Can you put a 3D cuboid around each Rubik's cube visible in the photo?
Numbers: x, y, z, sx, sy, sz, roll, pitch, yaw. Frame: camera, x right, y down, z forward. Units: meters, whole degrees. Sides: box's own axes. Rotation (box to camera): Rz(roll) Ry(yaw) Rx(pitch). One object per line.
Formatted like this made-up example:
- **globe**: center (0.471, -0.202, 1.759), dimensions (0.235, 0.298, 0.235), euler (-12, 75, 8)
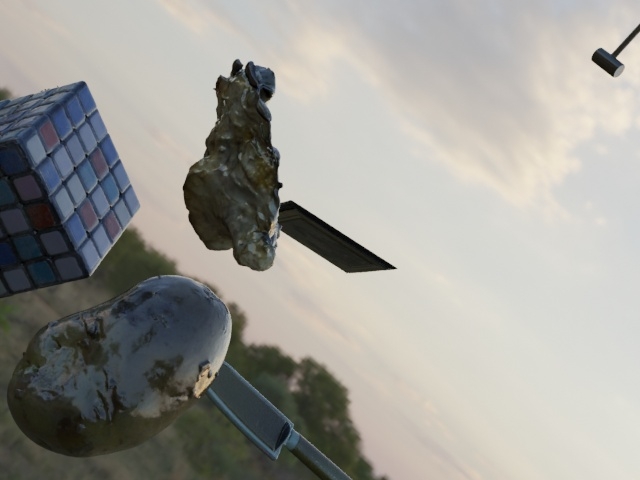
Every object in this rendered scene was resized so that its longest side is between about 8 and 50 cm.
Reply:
- **Rubik's cube**: center (-0.546, -0.090, 2.072), dimensions (0.293, 0.292, 0.287), euler (-69, 142, -59)

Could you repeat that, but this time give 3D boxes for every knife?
- **knife**: center (-0.054, 0.249, 1.438), dimensions (0.027, 0.061, 0.343), euler (-21, -57, 41)

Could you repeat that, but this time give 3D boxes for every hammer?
- **hammer**: center (0.352, -0.232, 1.252), dimensions (0.035, 0.110, 0.019), euler (47, 9, 29)

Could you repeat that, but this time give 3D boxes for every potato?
- **potato**: center (-0.213, 0.141, 1.241), dimensions (0.165, 0.262, 0.165), euler (49, -27, 36)

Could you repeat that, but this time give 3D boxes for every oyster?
- **oyster**: center (-0.068, -0.055, 0.920), dimensions (0.191, 0.081, 0.163), euler (-117, -150, -47)

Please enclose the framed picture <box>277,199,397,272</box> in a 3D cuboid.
- **framed picture**: center (0.000, 0.000, 1.676), dimensions (0.195, 0.010, 0.199), euler (33, -13, -15)
